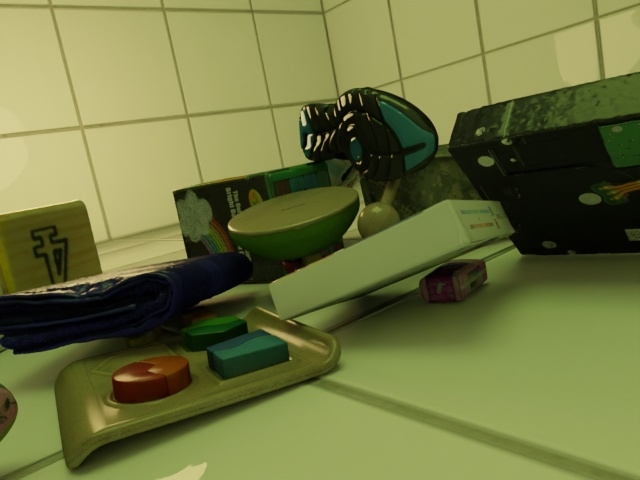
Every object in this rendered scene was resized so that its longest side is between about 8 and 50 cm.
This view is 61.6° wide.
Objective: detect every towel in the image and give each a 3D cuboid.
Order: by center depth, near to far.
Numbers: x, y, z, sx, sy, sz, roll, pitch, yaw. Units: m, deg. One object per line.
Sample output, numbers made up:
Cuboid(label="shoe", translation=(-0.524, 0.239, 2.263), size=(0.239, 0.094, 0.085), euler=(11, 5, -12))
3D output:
Cuboid(label="towel", translation=(-0.226, 0.073, 0.687), size=(0.227, 0.076, 0.308), euler=(-9, 2, 9))

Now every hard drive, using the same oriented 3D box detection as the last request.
Cuboid(label="hard drive", translation=(0.336, -0.071, 0.552), size=(0.339, 0.237, 0.064), euler=(-3, 57, 43))

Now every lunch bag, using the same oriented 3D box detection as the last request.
Cuboid(label="lunch bag", translation=(0.219, -0.085, 0.924), size=(0.287, 0.169, 0.235), euler=(-15, 10, 6))

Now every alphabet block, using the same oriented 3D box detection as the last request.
Cuboid(label="alphabet block", translation=(-0.511, 0.048, 0.898), size=(0.192, 0.193, 0.197), euler=(-10, 9, 18))

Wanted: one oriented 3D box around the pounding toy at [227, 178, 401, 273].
Cuboid(label="pounding toy", translation=(0.000, 0.000, 0.736), size=(0.237, 0.110, 0.183), euler=(-9, 19, 15))

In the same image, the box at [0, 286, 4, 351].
Cuboid(label="box", translation=(-0.522, 0.131, 0.707), size=(0.130, 0.091, 0.170), euler=(-10, 8, 9))

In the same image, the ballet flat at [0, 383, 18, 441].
Cuboid(label="ballet flat", translation=(-0.309, 0.163, 0.337), size=(0.221, 0.077, 0.079), euler=(-18, 29, -16))

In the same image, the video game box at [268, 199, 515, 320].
Cuboid(label="video game box", translation=(0.080, 0.018, 0.559), size=(0.205, 0.048, 0.187), euler=(-26, -12, 29))

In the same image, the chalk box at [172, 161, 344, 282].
Cuboid(label="chalk box", translation=(-0.080, -0.033, 0.936), size=(0.289, 0.180, 0.179), euler=(-4, 11, 33))

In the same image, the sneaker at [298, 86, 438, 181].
Cuboid(label="sneaker", translation=(0.085, -0.174, 0.814), size=(0.139, 0.125, 0.341), euler=(-12, 20, -21))

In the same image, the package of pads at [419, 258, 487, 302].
Cuboid(label="package of pads", translation=(0.153, 0.045, 0.615), size=(0.050, 0.032, 0.083), euler=(-9, 8, 38))

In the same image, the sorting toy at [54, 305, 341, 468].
Cuboid(label="sorting toy", translation=(-0.148, 0.109, 0.544), size=(0.229, 0.041, 0.307), euler=(-15, 10, -27))

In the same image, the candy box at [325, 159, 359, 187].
Cuboid(label="candy box", translation=(0.001, -0.089, 1.101), size=(0.233, 0.071, 0.159), euler=(-55, -8, 20))
